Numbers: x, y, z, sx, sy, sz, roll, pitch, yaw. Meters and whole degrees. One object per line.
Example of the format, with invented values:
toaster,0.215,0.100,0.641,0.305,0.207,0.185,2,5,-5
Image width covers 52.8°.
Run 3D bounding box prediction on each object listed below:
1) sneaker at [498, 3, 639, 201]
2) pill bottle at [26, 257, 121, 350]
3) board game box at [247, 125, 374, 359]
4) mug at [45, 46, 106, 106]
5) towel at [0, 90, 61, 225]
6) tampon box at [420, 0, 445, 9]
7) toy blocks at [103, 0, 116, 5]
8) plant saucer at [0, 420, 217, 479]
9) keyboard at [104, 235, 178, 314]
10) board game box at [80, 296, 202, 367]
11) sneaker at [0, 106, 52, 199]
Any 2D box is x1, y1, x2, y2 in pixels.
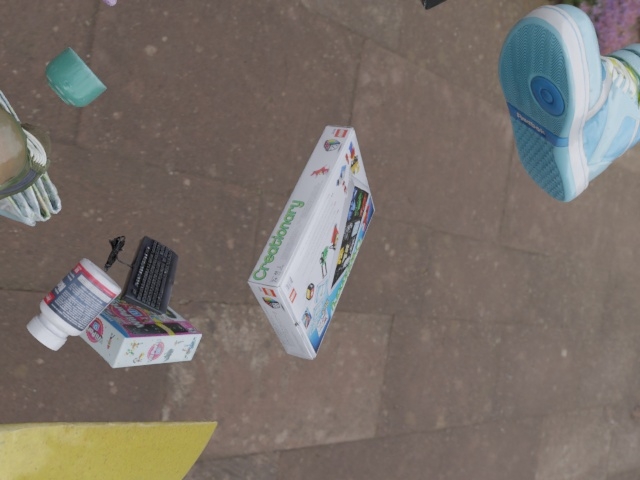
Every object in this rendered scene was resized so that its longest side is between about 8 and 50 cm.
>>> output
sneaker,0.336,-0.201,0.778,0.208,0.127,0.319,-37,148,-1
pill bottle,-0.519,0.136,1.350,0.180,0.108,0.108,-48,125,-11
board game box,0.000,0.000,0.978,0.193,0.053,0.305,70,36,-48
mug,-0.603,-0.389,1.585,0.097,0.158,0.129,-42,81,-5
towel,-0.620,-0.187,1.029,0.320,0.374,0.090,89,25,-58
tampon box,0.120,-0.274,0.461,0.120,0.161,0.101,65,5,15
toy blocks,-0.422,-0.497,1.049,0.309,0.289,0.260,-42,122,-31
plant saucer,-0.298,0.210,0.542,0.333,0.333,0.081,47,35,-68
keyboard,-0.487,0.072,1.734,0.201,0.317,0.033,25,113,-18
board game box,-0.524,0.254,1.840,0.303,0.224,0.097,7,111,-59
sneaker,-0.242,-0.069,0.485,0.086,0.192,0.064,-40,105,-39
